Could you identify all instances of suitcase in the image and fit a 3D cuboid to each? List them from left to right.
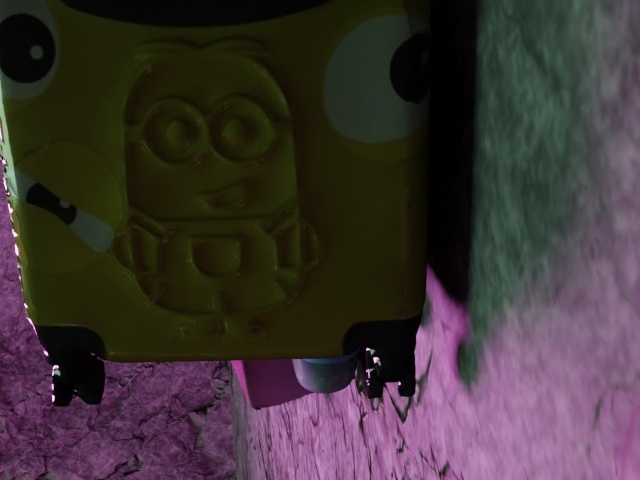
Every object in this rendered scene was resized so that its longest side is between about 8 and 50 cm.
[{"bbox_3d":[-0.044,-0.048,0.445,0.143,0.194,0.234,-91,-1,-68],"label":"suitcase"}]

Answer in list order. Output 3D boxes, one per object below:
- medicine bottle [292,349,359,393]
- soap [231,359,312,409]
[{"bbox_3d":[0.000,0.000,0.640,0.090,0.054,0.208,-107,15,-61],"label":"medicine bottle"},{"bbox_3d":[-0.081,0.014,0.929,0.259,0.081,0.181,-123,23,-48],"label":"soap"}]
